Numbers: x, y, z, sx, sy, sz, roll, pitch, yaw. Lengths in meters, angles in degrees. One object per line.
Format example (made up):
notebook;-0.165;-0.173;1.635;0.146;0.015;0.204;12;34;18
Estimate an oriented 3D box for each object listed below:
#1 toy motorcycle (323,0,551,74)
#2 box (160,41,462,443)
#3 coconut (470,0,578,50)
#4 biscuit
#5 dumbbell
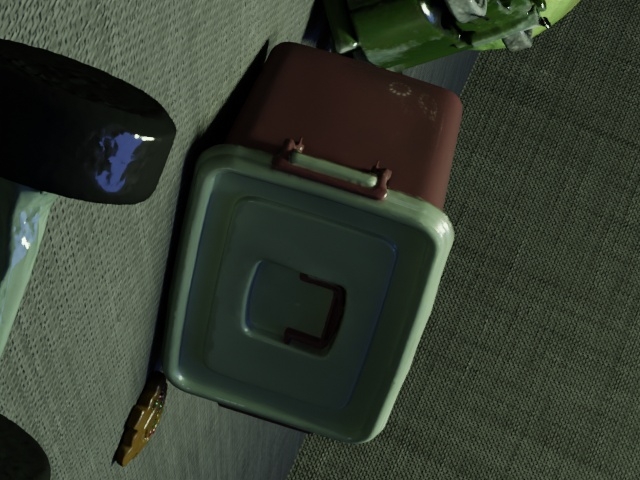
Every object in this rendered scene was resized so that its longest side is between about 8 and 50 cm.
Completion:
toy motorcycle;0.087;-0.209;1.413;0.275;0.205;0.127;12;65;-70
box;0.000;0.000;1.281;0.294;0.193;0.167;106;4;-47
coconut;0.191;-0.312;1.701;0.236;0.204;0.236;30;52;-47
biscuit;-0.143;0.148;1.359;0.092;0.016;0.082;70;43;-78
dumbbell;-0.132;0.022;0.649;0.100;0.100;0.191;-40;153;-76
